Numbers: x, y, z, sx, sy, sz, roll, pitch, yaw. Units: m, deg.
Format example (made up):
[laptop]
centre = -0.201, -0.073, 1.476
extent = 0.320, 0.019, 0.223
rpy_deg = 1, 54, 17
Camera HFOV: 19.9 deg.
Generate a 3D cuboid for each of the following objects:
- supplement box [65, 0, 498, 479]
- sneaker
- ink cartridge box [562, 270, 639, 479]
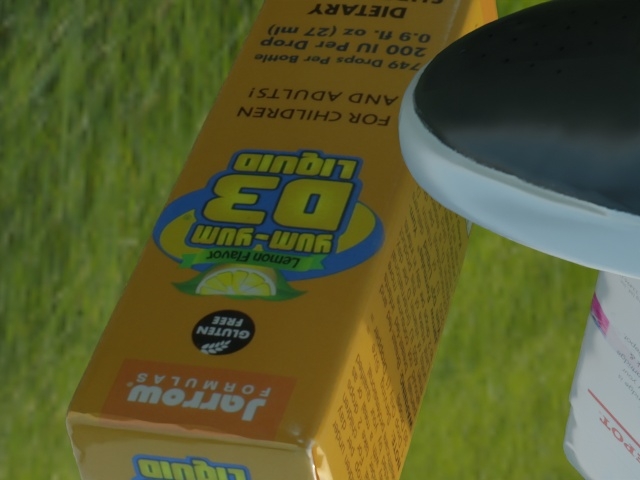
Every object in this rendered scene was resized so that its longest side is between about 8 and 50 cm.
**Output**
[supplement box]
centre = 0.000, 0.000, 0.578
extent = 0.078, 0.233, 0.080
rpy_deg = 4, 136, 17
[sneaker]
centre = 0.147, -0.073, 0.365
extent = 0.295, 0.104, 0.147
rpy_deg = -2, 131, 22
[ink cartridge box]
centre = 0.145, 0.048, 0.615
extent = 0.061, 0.104, 0.181
rpy_deg = -30, 151, -20
